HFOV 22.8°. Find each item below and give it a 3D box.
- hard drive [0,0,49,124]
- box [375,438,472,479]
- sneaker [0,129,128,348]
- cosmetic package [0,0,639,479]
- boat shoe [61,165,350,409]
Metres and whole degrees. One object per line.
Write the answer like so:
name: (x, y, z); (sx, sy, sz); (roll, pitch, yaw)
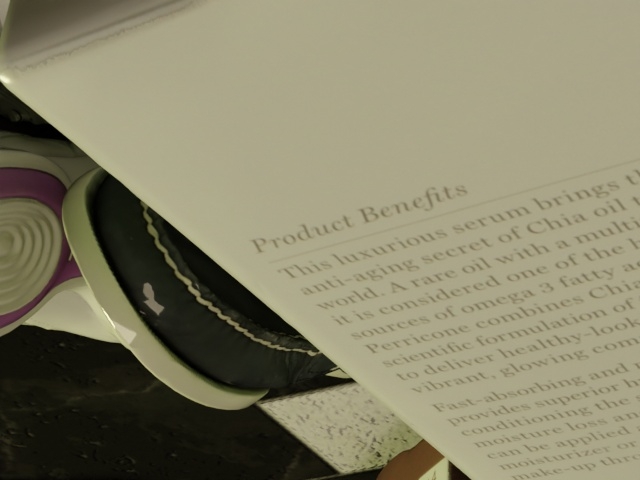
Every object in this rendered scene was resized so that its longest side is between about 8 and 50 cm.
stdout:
hard drive: (-0.005, -0.133, 0.664); (0.339, 0.064, 0.237); (2, 147, 4)
box: (0.220, 0.251, 1.110); (0.381, 0.143, 0.191); (16, 146, -15)
sneaker: (-0.150, -0.016, 0.793); (0.152, 0.114, 0.305); (20, -177, 26)
cosmetic package: (0.120, -0.027, 0.603); (0.230, 0.161, 0.453); (-16, 143, 27)
boat shoe: (0.002, 0.004, 0.744); (0.113, 0.127, 0.340); (-30, 162, 15)
